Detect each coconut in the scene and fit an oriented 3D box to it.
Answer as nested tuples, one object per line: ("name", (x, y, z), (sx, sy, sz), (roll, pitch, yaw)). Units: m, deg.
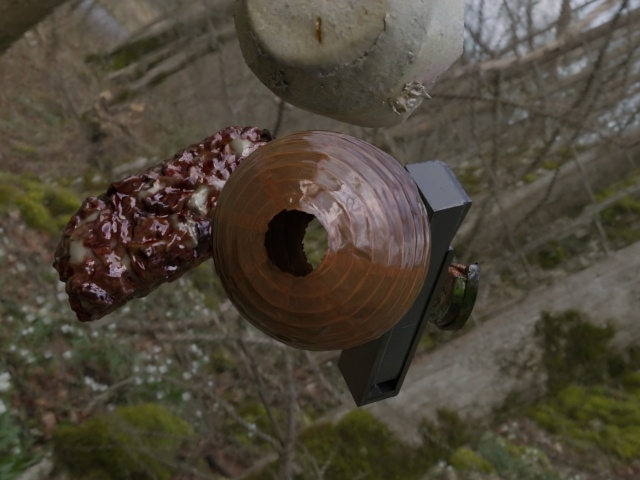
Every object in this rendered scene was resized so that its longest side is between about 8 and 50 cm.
("coconut", (0.039, -0.216, 0.980), (0.234, 0.224, 0.224), (11, 51, -61))

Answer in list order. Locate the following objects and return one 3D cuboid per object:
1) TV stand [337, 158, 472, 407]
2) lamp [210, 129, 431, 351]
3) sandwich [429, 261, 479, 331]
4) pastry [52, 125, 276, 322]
("TV stand", (0.061, 0.043, 0.803), (0.256, 0.040, 0.049), (103, -33, -48))
("lamp", (0.000, 0.000, 0.615), (0.136, 0.136, 0.136), (-25, 90, -89))
("sandwich", (0.130, 0.057, 1.022), (0.101, 0.026, 0.069), (165, -68, -76))
("pastry", (-0.121, -0.016, 0.826), (0.097, 0.208, 0.115), (57, -15, 11))
